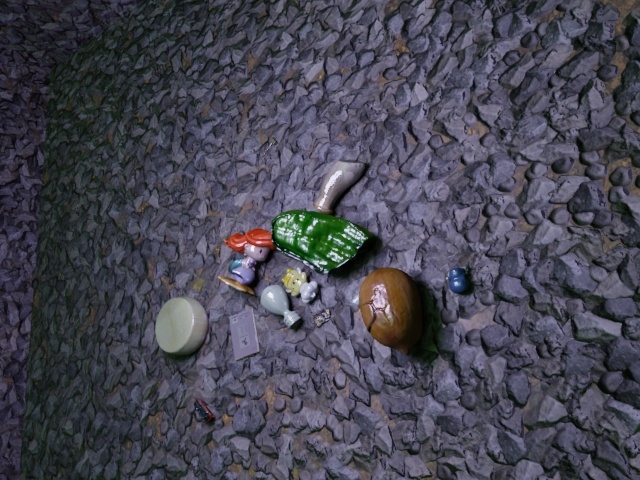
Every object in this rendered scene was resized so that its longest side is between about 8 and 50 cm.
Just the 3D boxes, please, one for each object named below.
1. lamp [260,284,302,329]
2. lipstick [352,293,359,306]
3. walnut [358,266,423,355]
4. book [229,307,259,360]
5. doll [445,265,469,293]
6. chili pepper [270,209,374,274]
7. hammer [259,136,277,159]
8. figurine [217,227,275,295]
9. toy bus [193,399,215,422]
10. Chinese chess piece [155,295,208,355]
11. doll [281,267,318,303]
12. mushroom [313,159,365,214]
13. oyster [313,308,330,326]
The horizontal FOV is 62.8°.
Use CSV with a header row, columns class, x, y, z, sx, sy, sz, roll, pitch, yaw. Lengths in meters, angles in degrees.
class,x,y,z,sx,sy,sz,roll,pitch,yaw
lamp,-0.149,0.249,1.971,0.106,0.106,0.193,-49,66,13
lipstick,0.159,0.177,1.819,0.116,0.037,0.037,-50,56,8
walnut,0.226,0.223,1.662,0.203,0.203,0.298,-31,54,23
book,-0.305,0.374,2.087,0.127,0.014,0.182,-25,64,26
doll,0.428,0.126,1.643,0.076,0.050,0.083,-21,68,32
chili pepper,0.003,0.004,1.898,0.384,0.167,0.213,14,101,24
hammer,-0.229,-0.388,2.242,0.110,0.019,0.035,-50,56,15
figurine,-0.291,0.063,2.072,0.257,0.181,0.208,-64,25,-6
toy bus,-0.464,0.681,2.093,0.110,0.043,0.031,37,95,37
Chinese chess piece,-0.589,0.363,2.227,0.250,0.101,0.250,-10,72,32
doll,-0.075,0.168,1.960,0.162,0.062,0.106,31,100,34
mushroom,0.060,-0.213,1.955,0.247,0.108,0.096,-53,15,8
oyster,0.004,0.276,1.903,0.083,0.019,0.054,-40,58,19
